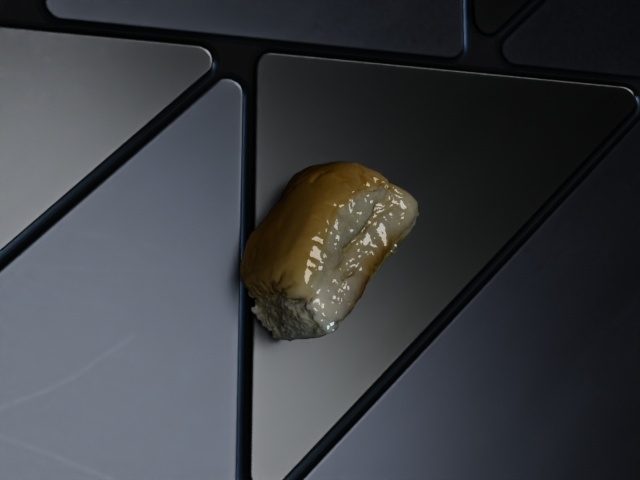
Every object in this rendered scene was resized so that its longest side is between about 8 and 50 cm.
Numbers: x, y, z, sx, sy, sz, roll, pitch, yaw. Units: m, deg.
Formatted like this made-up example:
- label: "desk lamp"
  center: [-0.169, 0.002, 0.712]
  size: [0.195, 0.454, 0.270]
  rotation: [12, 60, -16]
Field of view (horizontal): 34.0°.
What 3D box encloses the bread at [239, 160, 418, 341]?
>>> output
- label: "bread"
  center: [0.000, 0.002, 0.717]
  size: [0.082, 0.106, 0.125]
  rotation: [39, 71, -8]
